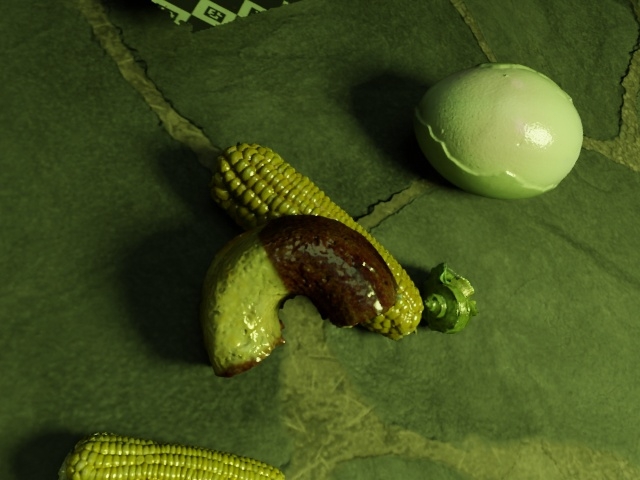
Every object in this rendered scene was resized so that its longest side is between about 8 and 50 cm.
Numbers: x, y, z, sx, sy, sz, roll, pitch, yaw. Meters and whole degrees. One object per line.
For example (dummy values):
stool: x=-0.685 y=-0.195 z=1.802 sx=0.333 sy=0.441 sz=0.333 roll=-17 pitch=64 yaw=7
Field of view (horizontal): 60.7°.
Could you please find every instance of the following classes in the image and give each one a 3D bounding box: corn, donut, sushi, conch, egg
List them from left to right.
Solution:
corn: x=-0.134 y=0.225 z=0.506 sx=0.203 sy=0.072 sz=0.072 roll=14 pitch=62 yaw=-15
sushi: x=-0.205 y=-0.392 z=0.780 sx=0.290 sy=0.050 sz=0.264 roll=42 pitch=45 yaw=5
donut: x=-0.037 y=0.051 z=0.553 sx=0.217 sy=0.085 sz=0.141 roll=-26 pitch=95 yaw=1
corn: x=0.000 y=-0.001 z=0.642 sx=0.313 sy=0.102 sz=0.102 roll=38 pitch=59 yaw=0
conch: x=0.163 y=0.070 z=0.683 sx=0.121 sy=0.074 sz=0.089 roll=2 pitch=85 yaw=-46
egg: x=0.232 y=-0.150 z=0.751 sx=0.217 sy=0.183 sz=0.183 roll=6 pitch=64 yaw=-14
